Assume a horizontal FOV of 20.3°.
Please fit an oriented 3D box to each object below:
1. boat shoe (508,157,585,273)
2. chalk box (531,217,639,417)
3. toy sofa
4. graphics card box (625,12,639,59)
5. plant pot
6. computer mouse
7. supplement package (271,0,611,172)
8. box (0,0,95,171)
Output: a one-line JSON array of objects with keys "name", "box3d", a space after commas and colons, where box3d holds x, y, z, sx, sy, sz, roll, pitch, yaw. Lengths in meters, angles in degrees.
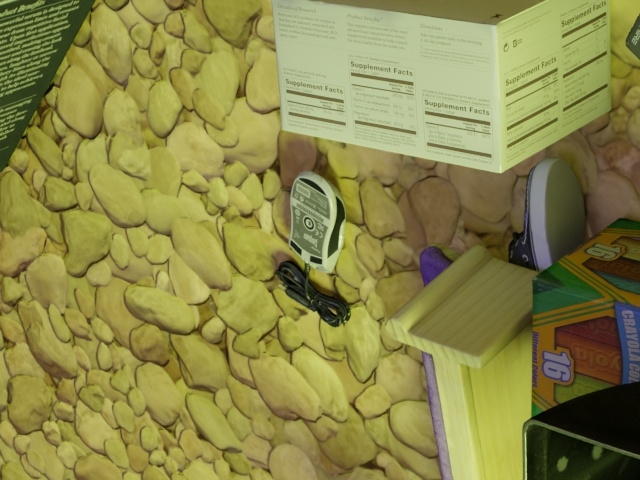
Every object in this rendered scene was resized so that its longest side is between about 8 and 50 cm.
[{"name": "boat shoe", "box3d": [0.227, 0.022, 1.833, 0.076, 0.080, 0.228, 8, 122, 37]}, {"name": "chalk box", "box3d": [0.363, 0.115, 1.679, 0.289, 0.179, 0.180, 16, 120, 35]}, {"name": "toy sofa", "box3d": [0.158, 0.191, 1.862, 0.177, 0.150, 0.362, 20, 135, 37]}, {"name": "graphics card box", "box3d": [0.440, -0.144, 1.494, 0.371, 0.094, 0.233, 49, 136, 30]}, {"name": "plant pot", "box3d": [0.296, 0.224, 1.553, 0.188, 0.167, 0.187, 15, 120, 33]}, {"name": "computer mouse", "box3d": [0.000, 0.000, 2.041, 0.106, 0.042, 0.193, 34, 134, 30]}, {"name": "supplement package", "box3d": [0.119, -0.183, 1.733, 0.262, 0.204, 0.145, 14, 119, 36]}, {"name": "box", "box3d": [-0.487, -0.278, 2.212, 0.293, 0.212, 0.395, 48, 133, 13]}]
